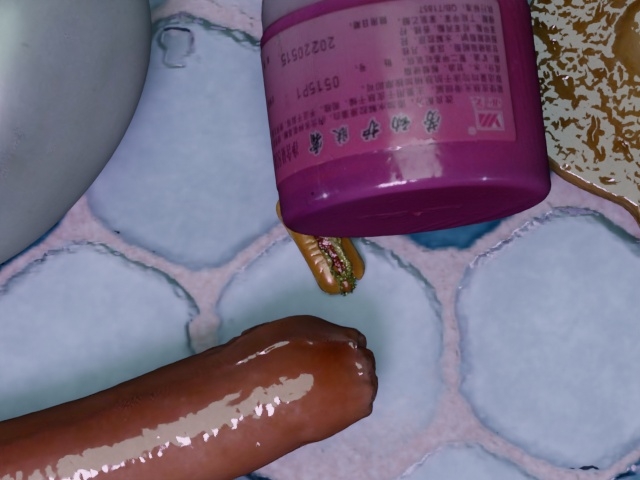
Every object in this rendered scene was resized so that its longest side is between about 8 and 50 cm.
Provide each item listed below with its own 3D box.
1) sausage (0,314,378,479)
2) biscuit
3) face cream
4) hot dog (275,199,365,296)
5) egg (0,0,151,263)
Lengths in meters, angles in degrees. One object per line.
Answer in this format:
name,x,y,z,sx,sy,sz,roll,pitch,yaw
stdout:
sausage,-0.164,0.141,1.041,0.419,0.094,0.094,-18,112,-2
biscuit,0.227,-0.100,1.091,0.208,0.049,0.181,32,84,7
face cream,0.050,-0.110,1.030,0.175,0.175,0.195,-7,82,-1
hot dog,0.000,0.000,1.093,0.037,0.021,0.083,-34,82,-3
egg,-0.211,-0.100,1.026,0.183,0.183,0.264,25,90,4
